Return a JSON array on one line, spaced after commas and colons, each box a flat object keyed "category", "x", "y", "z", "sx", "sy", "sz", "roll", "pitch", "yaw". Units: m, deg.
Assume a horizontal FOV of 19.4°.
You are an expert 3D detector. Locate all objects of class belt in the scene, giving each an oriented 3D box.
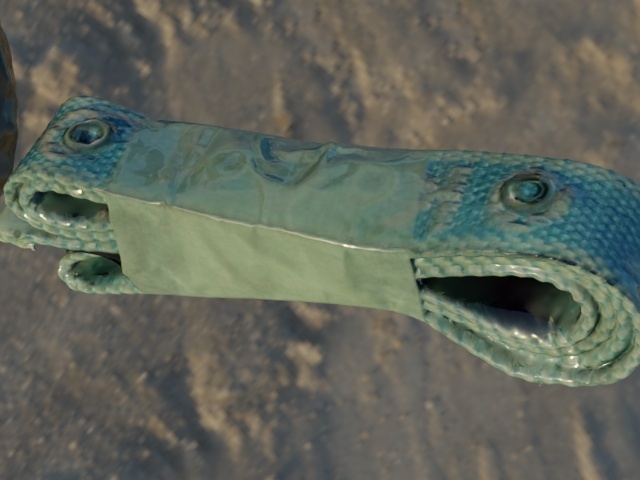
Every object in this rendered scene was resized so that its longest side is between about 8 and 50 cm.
[{"category": "belt", "x": 0.000, "y": 0.000, "z": 0.802, "sx": 0.302, "sy": 0.087, "sz": 0.072, "roll": 9, "pitch": 49, "yaw": 23}]

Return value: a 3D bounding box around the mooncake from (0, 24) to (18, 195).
[{"category": "mooncake", "x": -0.327, "y": -0.100, "z": 1.491, "sx": 0.124, "sy": 0.228, "sz": 0.228, "roll": -4, "pitch": 67, "yaw": -31}]
